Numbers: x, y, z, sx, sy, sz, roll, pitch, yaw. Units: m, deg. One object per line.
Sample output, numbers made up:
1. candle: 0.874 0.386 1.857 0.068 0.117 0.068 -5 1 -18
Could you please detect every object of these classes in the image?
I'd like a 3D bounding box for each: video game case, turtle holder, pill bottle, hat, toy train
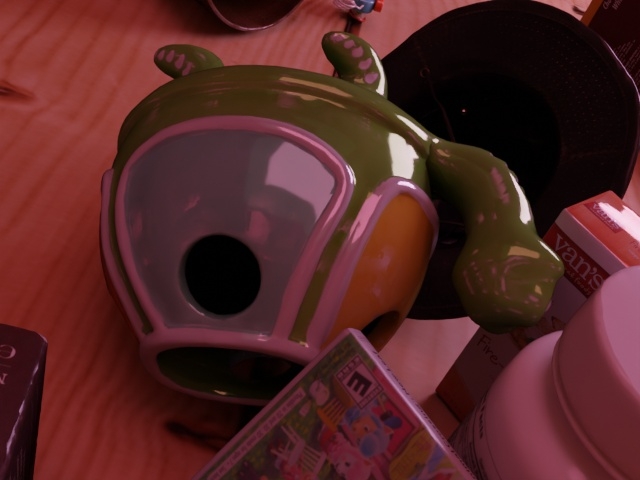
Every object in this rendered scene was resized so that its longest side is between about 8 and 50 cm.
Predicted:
1. video game case: 0.001 0.192 0.466 0.193 0.212 0.023 51 14 27
2. turtle holder: -0.011 0.007 0.615 0.320 0.243 0.227 16 57 -11
3. pill bottle: 0.157 0.157 0.500 0.160 0.283 0.160 13 43 -13
4. hat: 0.151 -0.062 0.795 0.134 0.331 0.331 35 19 -56
5. toy train: 0.015 -0.359 1.153 0.125 0.046 0.166 -15 51 -34

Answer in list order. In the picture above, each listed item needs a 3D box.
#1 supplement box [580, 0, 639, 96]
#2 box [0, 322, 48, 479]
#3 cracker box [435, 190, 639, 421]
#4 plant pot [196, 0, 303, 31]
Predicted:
1. supplement box: 0.496 -0.292 1.192 0.129 0.191 0.194 -5 48 -29
2. box: -0.249 0.155 0.402 0.169 0.167 0.203 13 43 -12
3. cracker box: 0.201 0.100 0.618 0.067 0.232 0.155 -17 55 -37
4. plant pot: -0.143 -0.412 1.033 0.230 0.215 0.215 34 40 31
